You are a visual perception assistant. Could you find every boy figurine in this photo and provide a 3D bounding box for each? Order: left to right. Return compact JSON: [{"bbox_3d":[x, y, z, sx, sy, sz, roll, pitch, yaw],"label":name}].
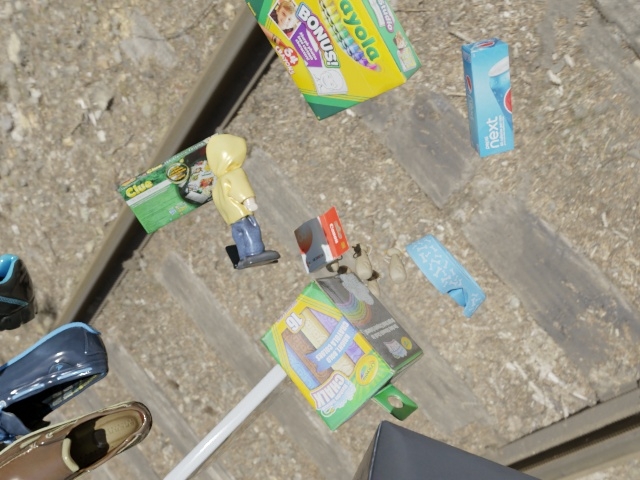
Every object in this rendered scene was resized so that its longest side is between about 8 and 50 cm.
[{"bbox_3d":[-0.172,-0.082,1.233,0.177,0.092,0.285,-31,73,66],"label":"boy figurine"}]

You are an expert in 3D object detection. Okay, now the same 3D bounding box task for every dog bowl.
[{"bbox_3d":[0.331,0.087,1.511,0.074,0.297,0.166,-40,41,11],"label":"dog bowl"}]

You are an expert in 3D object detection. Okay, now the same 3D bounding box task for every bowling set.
[{"bbox_3d":[0.117,0.114,1.891,0.287,0.154,0.200,13,126,-12],"label":"bowling set"}]

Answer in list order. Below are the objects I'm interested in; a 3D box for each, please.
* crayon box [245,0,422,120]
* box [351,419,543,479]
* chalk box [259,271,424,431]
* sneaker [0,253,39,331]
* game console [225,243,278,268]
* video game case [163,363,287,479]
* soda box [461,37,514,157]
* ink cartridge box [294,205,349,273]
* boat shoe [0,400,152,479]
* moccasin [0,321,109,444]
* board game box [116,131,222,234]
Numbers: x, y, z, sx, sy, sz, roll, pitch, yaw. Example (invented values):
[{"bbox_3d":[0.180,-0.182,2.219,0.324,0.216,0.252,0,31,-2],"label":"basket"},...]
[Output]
[{"bbox_3d":[0.027,-0.511,1.434,0.313,0.106,0.363,-12,118,49],"label":"crayon box"},{"bbox_3d":[0.151,0.405,0.667,0.296,0.183,0.294,20,123,3],"label":"box"},{"bbox_3d":[0.047,0.168,0.828,0.132,0.132,0.213,-47,71,21],"label":"chalk box"},{"bbox_3d":[-0.690,0.134,1.073,0.125,0.341,0.140,16,118,22],"label":"sneaker"},{"bbox_3d":[-0.204,0.043,1.746,0.122,0.107,0.071,-9,86,24],"label":"game console"},{"bbox_3d":[-0.185,0.410,1.329,0.036,0.329,0.300,43,172,11],"label":"video game case"},{"bbox_3d":[0.325,-0.275,1.134,0.071,0.067,0.210,-13,119,3],"label":"soda box"},{"bbox_3d":[0.000,0.000,1.732,0.179,0.045,0.145,-39,63,49],"label":"ink cartridge box"},{"bbox_3d":[-0.364,0.299,0.826,0.095,0.257,0.095,60,152,5],"label":"boat shoe"},{"bbox_3d":[-0.509,0.277,0.982,0.342,0.138,0.117,-41,64,4],"label":"moccasin"},{"bbox_3d":[-0.313,-0.130,1.340,0.030,0.259,0.136,52,169,50],"label":"board game box"}]
